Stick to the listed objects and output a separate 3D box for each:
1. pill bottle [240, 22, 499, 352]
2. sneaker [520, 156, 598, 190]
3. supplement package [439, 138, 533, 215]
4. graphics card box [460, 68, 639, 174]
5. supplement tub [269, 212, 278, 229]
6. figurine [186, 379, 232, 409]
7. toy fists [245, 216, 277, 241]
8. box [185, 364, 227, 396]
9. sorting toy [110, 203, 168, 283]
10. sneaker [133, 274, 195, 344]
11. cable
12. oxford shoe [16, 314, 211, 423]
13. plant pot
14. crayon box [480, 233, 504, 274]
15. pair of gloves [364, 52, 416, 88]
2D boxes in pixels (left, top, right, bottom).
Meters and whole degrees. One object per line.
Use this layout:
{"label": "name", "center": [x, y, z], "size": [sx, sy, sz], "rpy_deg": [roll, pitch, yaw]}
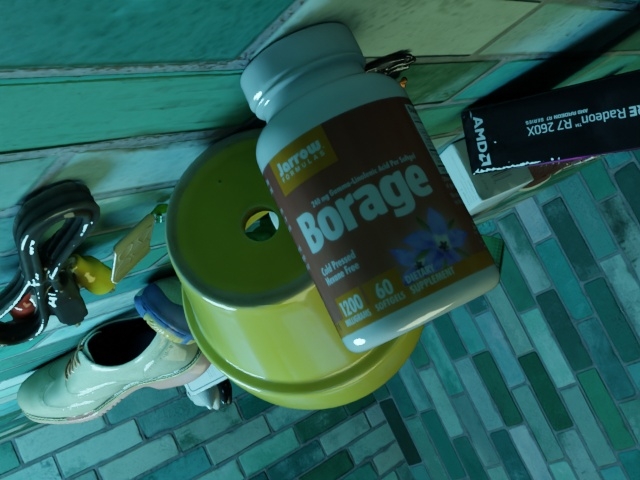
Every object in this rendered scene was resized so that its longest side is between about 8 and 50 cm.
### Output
{"label": "pill bottle", "center": [0.028, -0.039, 0.555], "size": [0.121, 0.216, 0.121], "rpy_deg": [-26, 172, -4]}
{"label": "sneaker", "center": [0.380, -0.168, 1.264], "size": [0.162, 0.106, 0.281], "rpy_deg": [-1, 150, -45]}
{"label": "supplement package", "center": [0.243, -0.097, 1.260], "size": [0.105, 0.105, 0.179], "rpy_deg": [-23, 171, -19]}
{"label": "graphics card box", "center": [0.390, -0.163, 0.950], "size": [0.370, 0.094, 0.232], "rpy_deg": [-5, -171, 43]}
{"label": "supplement tub", "center": [-0.002, -0.048, 0.933], "size": [0.107, 0.071, 0.071], "rpy_deg": [-29, 171, 25]}
{"label": "figurine", "center": [-0.249, 0.253, 1.599], "size": [0.092, 0.210, 0.215], "rpy_deg": [-26, 172, 1]}
{"label": "toy fists", "center": [0.000, 0.000, 1.052], "size": [0.279, 0.096, 0.142], "rpy_deg": [-23, -159, -27]}
{"label": "box", "center": [-0.141, 0.145, 1.406], "size": [0.290, 0.169, 0.087], "rpy_deg": [-30, 174, 16]}
{"label": "sorting toy", "center": [-0.177, -0.001, 0.758], "size": [0.083, 0.012, 0.062], "rpy_deg": [-51, 170, -36]}
{"label": "sneaker", "center": [-0.164, 0.069, 1.162], "size": [0.131, 0.112, 0.296], "rpy_deg": [-46, 168, 14]}
{"label": "cable", "center": [-0.261, 0.022, 0.707], "size": [0.139, 0.072, 0.287], "rpy_deg": [-19, 159, -18]}
{"label": "oxford shoe", "center": [-0.377, 0.201, 1.308], "size": [0.396, 0.141, 0.146], "rpy_deg": [-23, 142, 17]}
{"label": "plant pot", "center": [-0.030, 0.020, 0.740], "size": [0.254, 0.254, 0.239], "rpy_deg": [-26, 157, 2]}
{"label": "crayon box", "center": [0.153, 0.023, 1.320], "size": [0.278, 0.081, 0.165], "rpy_deg": [12, 168, -2]}
{"label": "pair of gloves", "center": [0.048, -0.142, 0.699], "size": [0.074, 0.010, 0.083], "rpy_deg": [-23, 169, -8]}
